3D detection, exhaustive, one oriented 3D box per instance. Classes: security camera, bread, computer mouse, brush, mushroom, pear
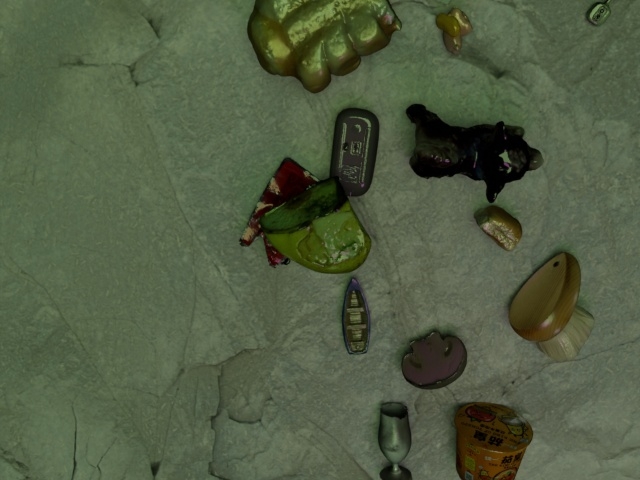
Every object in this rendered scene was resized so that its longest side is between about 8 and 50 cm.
[{"bbox_3d":[0.707,-0.580,1.713,0.058,0.058,0.092,27,111,-5],"label":"security camera"},{"bbox_3d":[0.477,-0.037,1.823,0.125,0.106,0.082,38,103,-10],"label":"bread"},{"bbox_3d":[0.088,-0.231,1.807,0.120,0.057,0.232,8,107,9],"label":"computer mouse"},{"bbox_3d":[0.643,0.175,1.853,0.166,0.174,0.266,34,85,-21],"label":"brush"},{"bbox_3d":[-0.004,-0.525,1.663,0.341,0.210,0.300,-38,89,10],"label":"bread"},{"bbox_3d":[0.323,0.347,1.921,0.188,0.141,0.117,-24,136,9],"label":"mushroom"},{"bbox_3d":[0.000,0.000,1.785,0.238,0.164,0.255,-29,127,0],"label":"pear"}]

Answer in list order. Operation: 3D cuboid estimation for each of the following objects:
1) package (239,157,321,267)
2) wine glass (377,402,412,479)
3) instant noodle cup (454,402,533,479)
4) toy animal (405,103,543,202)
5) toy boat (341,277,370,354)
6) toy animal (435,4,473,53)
[{"bbox_3d":[-0.092,-0.063,1.853,0.194,0.071,0.269,36,99,-22],"label":"package"},{"bbox_3d":[0.214,0.587,1.987,0.103,0.103,0.222,-3,104,2],"label":"wine glass"},{"bbox_3d":[0.474,0.587,1.937,0.216,0.216,0.172,4,113,1],"label":"instant noodle cup"},{"bbox_3d":[0.374,-0.209,1.684,0.344,0.302,0.194,7,107,0],"label":"toy animal"},{"bbox_3d":[0.098,0.208,1.925,0.080,0.046,0.228,-4,103,3],"label":"toy boat"},{"bbox_3d":[0.345,-0.528,1.717,0.082,0.091,0.114,-25,101,-7],"label":"toy animal"}]
